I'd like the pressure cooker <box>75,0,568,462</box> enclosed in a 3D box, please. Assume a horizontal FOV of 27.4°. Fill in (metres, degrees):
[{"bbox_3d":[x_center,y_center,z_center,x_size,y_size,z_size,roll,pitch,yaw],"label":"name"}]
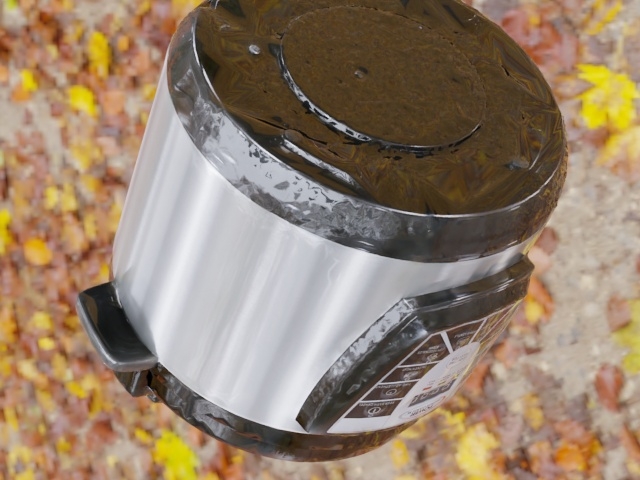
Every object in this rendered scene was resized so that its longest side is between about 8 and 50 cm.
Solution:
[{"bbox_3d":[-0.001,-0.005,1.235,0.370,0.375,0.420,22,132,-4],"label":"pressure cooker"}]
